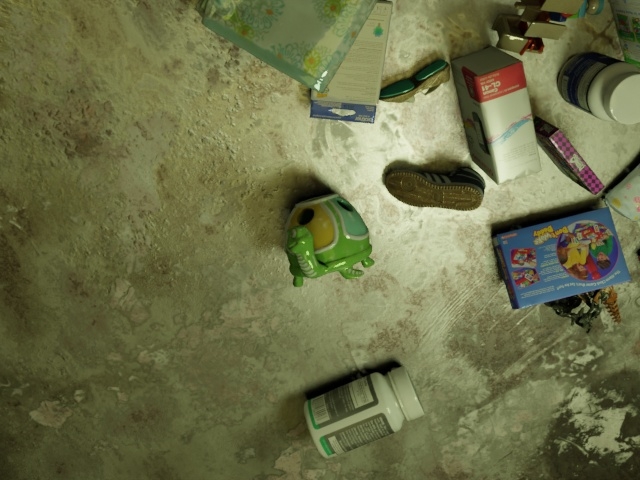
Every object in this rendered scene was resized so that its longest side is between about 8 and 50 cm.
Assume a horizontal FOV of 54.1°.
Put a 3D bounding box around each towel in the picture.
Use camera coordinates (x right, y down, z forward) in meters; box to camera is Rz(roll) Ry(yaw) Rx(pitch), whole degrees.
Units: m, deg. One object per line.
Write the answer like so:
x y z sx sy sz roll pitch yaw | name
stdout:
-0.075 -0.583 1.506 0.375 0.090 0.320 31 110 -5 | towel

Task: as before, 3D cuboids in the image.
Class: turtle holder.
-0.008 0.000 1.731 0.320 0.243 0.227 -19 99 -38 | turtle holder

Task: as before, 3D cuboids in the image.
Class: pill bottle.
0.144 0.559 2.063 0.361 0.204 0.204 -23 116 5 | pill bottle
0.748 -0.398 1.641 0.153 0.264 0.153 -3 116 -6 | pill bottle

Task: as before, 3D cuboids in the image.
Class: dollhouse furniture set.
0.541 -0.591 1.547 0.135 0.262 0.259 4 149 -11 | dollhouse furniture set

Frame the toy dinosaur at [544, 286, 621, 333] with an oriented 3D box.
0.861 0.169 2.002 0.322 0.164 0.218 39 88 1 | toy dinosaur

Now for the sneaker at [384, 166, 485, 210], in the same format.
0.337 -0.161 1.810 0.282 0.153 0.099 13 120 20 | sneaker

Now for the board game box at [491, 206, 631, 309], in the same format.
0.724 0.055 1.899 0.347 0.078 0.233 -14 83 0 | board game box

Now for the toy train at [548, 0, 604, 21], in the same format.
0.657 -0.688 1.587 0.143 0.105 0.248 -9 117 -14 | toy train

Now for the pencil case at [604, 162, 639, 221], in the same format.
0.973 -0.187 1.856 0.124 0.113 0.273 31 108 -9 | pencil case

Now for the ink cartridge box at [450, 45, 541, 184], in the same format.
0.462 -0.332 1.660 0.131 0.226 0.306 -18 116 2 | ink cartridge box

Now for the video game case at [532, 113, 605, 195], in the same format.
0.662 -0.246 1.735 0.042 0.210 0.232 -43 113 13 | video game case

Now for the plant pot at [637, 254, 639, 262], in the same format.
1.112 0.062 1.962 0.180 0.201 0.201 -35 116 27 | plant pot

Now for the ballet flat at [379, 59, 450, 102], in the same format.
0.258 -0.409 1.687 0.206 0.073 0.067 -24 130 9 | ballet flat

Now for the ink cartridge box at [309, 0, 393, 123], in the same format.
0.072 -0.469 1.636 0.186 0.065 0.311 3 112 -7 | ink cartridge box

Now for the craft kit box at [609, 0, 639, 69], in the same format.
0.847 -0.527 1.600 0.061 0.250 0.246 -24 117 3 | craft kit box
